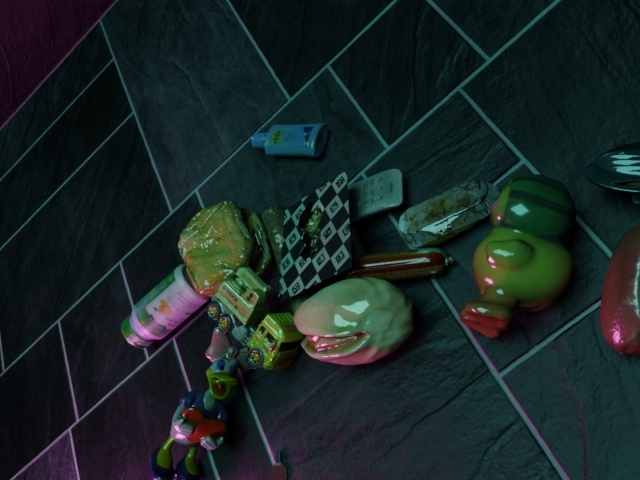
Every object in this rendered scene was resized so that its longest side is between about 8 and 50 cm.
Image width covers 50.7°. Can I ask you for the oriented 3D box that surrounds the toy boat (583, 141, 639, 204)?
[{"bbox_3d":[0.661,-0.130,1.292,0.296,0.122,0.114,2,49,27],"label":"toy boat"}]

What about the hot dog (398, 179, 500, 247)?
[{"bbox_3d":[0.297,-0.062,1.574,0.253,0.069,0.131,-26,45,22],"label":"hot dog"}]

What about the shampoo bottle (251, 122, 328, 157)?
[{"bbox_3d":[-0.097,-0.292,1.979,0.258,0.061,0.104,6,72,39],"label":"shampoo bottle"}]

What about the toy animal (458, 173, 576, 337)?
[{"bbox_3d":[0.413,0.031,1.369,0.191,0.216,0.338,19,77,13],"label":"toy animal"}]

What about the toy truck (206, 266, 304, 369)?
[{"bbox_3d":[-0.161,0.193,1.721,0.272,0.124,0.157,43,112,29],"label":"toy truck"}]

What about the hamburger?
[{"bbox_3d":[-0.267,0.022,1.907,0.259,0.144,0.283,-32,59,18],"label":"hamburger"}]

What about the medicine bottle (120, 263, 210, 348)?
[{"bbox_3d":[-0.457,0.198,1.977,0.274,0.133,0.133,-40,51,17],"label":"medicine bottle"}]

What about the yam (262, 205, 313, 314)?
[{"bbox_3d":[-0.081,0.056,1.796,0.081,0.081,0.356,-35,53,19],"label":"yam"}]

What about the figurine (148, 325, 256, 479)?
[{"bbox_3d":[-0.298,0.442,1.744,0.421,0.154,0.193,-61,14,9],"label":"figurine"}]

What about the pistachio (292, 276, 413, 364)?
[{"bbox_3d":[0.067,0.185,1.564,0.318,0.214,0.193,-11,106,41],"label":"pistachio"}]

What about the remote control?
[{"bbox_3d":[0.083,-0.088,1.760,0.313,0.055,0.109,-19,55,34],"label":"remote control"}]

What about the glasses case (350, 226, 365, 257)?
[{"bbox_3d":[0.078,0.035,1.708,0.063,0.041,0.164,-32,57,19],"label":"glasses case"}]

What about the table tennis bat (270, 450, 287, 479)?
[{"bbox_3d":[-0.100,0.550,1.629,0.050,0.007,0.083,-16,63,31],"label":"table tennis bat"}]

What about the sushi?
[{"bbox_3d":[0.000,0.000,1.700,0.264,0.050,0.290,-30,46,38],"label":"sushi"}]

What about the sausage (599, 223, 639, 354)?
[{"bbox_3d":[0.596,0.083,1.236,0.148,0.148,0.254,2,73,38],"label":"sausage"}]

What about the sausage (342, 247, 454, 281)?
[{"bbox_3d":[0.182,0.060,1.580,0.264,0.083,0.083,-7,65,22],"label":"sausage"}]
